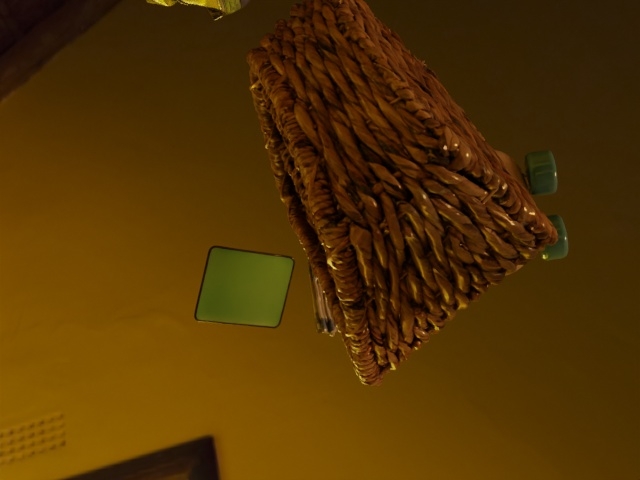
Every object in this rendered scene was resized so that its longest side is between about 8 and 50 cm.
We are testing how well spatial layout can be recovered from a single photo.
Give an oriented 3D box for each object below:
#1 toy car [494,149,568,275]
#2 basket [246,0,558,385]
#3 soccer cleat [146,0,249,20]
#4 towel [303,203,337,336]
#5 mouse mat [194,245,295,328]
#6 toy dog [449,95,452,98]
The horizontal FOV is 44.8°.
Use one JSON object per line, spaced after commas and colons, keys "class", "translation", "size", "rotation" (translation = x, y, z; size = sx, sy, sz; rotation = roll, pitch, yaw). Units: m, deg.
{"class": "toy car", "translation": [0.291, -0.043, 1.351], "size": [0.219, 0.210, 0.238], "rotation": [-9, -2, 9]}
{"class": "basket", "translation": [0.015, -0.061, 0.683], "size": [0.223, 0.299, 0.213], "rotation": [-42, -47, 18]}
{"class": "soccer cleat", "translation": [-0.176, -0.306, 0.855], "size": [0.121, 0.093, 0.289], "rotation": [-38, -19, 27]}
{"class": "towel", "translation": [0.000, 0.000, 1.169], "size": [0.034, 0.284, 0.209], "rotation": [-7, -5, 3]}
{"class": "mouse mat", "translation": [-0.146, 0.093, 1.517], "size": [0.190, 0.007, 0.152], "rotation": [9, -81, -32]}
{"class": "toy dog", "translation": [0.175, -0.113, 1.733], "size": [0.285, 0.407, 0.395], "rotation": [17, -52, -33]}
